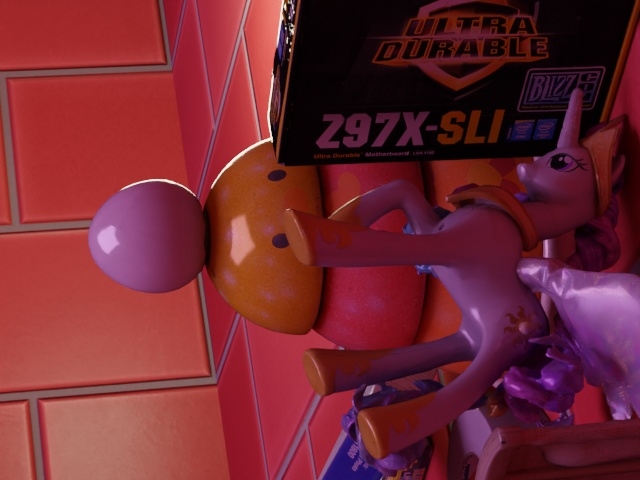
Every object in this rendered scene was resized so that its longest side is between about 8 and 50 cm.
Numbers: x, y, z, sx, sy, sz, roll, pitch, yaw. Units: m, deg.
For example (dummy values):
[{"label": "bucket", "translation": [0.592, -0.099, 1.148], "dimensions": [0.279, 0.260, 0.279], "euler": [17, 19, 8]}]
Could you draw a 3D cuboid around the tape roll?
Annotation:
[{"label": "tape roll", "translation": [0.204, 0.286, 2.013], "dimensions": [0.219, 0.072, 0.219], "euler": [177, 90, -77]}]

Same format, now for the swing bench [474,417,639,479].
[{"label": "swing bench", "translation": [0.261, 0.266, 1.366], "dimensions": [0.165, 0.253, 0.255], "euler": [103, 159, -51]}]

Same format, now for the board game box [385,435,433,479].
[{"label": "board game box", "translation": [0.102, 0.278, 2.500], "dimensions": [0.170, 0.048, 0.141], "euler": [101, 158, -47]}]

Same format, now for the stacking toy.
[{"label": "stacking toy", "translation": [0.000, 0.000, 1.910], "dimensions": [0.350, 0.479, 0.351], "euler": [176, 90, -77]}]

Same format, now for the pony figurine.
[{"label": "pony figurine", "translation": [0.171, 0.068, 1.645], "dimensions": [0.351, 0.363, 0.303], "euler": [70, 158, 2]}]

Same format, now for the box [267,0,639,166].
[{"label": "box", "translation": [0.122, -0.189, 1.685], "dimensions": [0.257, 0.322, 0.079], "euler": [101, 162, -46]}]

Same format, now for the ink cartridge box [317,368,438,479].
[{"label": "ink cartridge box", "translation": [0.054, 0.243, 2.193], "dimensions": [0.330, 0.071, 0.324], "euler": [-57, -5, -43]}]
